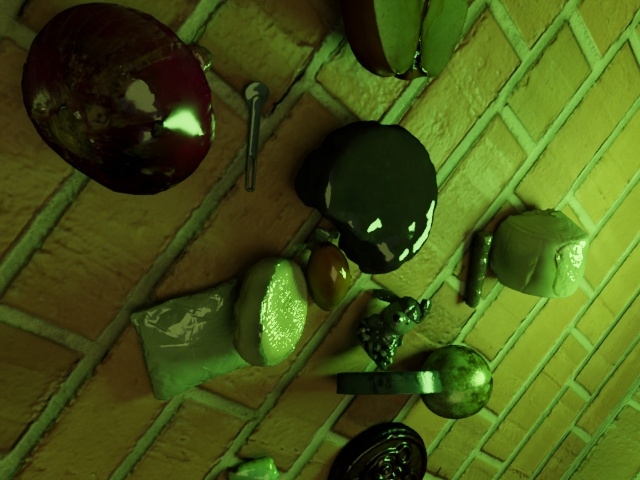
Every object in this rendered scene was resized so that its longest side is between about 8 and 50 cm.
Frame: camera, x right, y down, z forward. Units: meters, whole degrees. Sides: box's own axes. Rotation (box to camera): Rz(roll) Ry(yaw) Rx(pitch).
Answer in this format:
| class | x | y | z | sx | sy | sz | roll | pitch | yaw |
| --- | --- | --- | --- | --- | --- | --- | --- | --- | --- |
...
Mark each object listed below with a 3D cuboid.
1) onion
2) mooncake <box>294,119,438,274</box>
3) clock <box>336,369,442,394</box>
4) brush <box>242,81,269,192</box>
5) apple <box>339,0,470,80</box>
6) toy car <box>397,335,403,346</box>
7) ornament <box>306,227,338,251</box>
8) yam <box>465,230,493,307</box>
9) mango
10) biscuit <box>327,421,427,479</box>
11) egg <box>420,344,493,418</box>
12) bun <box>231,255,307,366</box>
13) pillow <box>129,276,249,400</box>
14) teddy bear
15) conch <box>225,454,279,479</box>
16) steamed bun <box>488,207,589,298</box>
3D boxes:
| class | x | y | z | sx | sy | sz | roll | pitch | yaw |
| --- | --- | --- | --- | --- | --- | --- | --- | --- | --- |
| onion | -0.333 | -0.282 | 0.920 | 0.385 | 0.348 | 0.347 | -56 | 132 | -41 |
| mooncake | 0.130 | -0.124 | 1.245 | 0.351 | 0.212 | 0.381 | -37 | 119 | -15 |
| clock | 0.204 | 0.429 | 1.457 | 0.319 | 0.319 | 0.066 | 7 | 73 | -29 |
| brush | -0.164 | -0.246 | 1.161 | 0.062 | 0.027 | 0.266 | -3 | 115 | -26 |
| apple | 0.203 | -0.550 | 1.079 | 0.329 | 0.295 | 0.364 | 6 | 111 | -2 |
| toy car | 0.245 | 0.278 | 1.555 | 0.055 | 0.069 | 0.142 | -23 | 129 | -67 |
| ornament | 0.003 | -0.001 | 1.332 | 0.092 | 0.041 | 0.068 | -52 | 129 | -12 |
| yam | 0.536 | 0.100 | 1.636 | 0.061 | 0.061 | 0.274 | -9 | 115 | -24 |
| mango | 0.020 | 0.113 | 1.310 | 0.113 | 0.138 | 0.253 | -21 | 141 | -19 |
| biscuit | 0.219 | 0.852 | 1.751 | 0.408 | 0.091 | 0.407 | -10 | 114 | -23 |
| egg | 0.450 | 0.481 | 1.620 | 0.289 | 0.238 | 0.238 | -24 | 124 | -53 |
| bun | -0.140 | 0.177 | 1.241 | 0.287 | 0.146 | 0.287 | 8 | 90 | -66 |
| pillow | -0.319 | 0.261 | 1.245 | 0.274 | 0.076 | 0.280 | -17 | 117 | -23 |
| teddy bear | 0.203 | 0.243 | 1.462 | 0.251 | 0.171 | 0.144 | -57 | 160 | 11 |
| conch | -0.206 | 0.716 | 1.490 | 0.170 | 0.079 | 0.105 | 9 | 90 | -23 |
| steamed bun | 0.724 | 0.054 | 1.628 | 0.272 | 0.273 | 0.290 | -14 | 112 | -5 |
